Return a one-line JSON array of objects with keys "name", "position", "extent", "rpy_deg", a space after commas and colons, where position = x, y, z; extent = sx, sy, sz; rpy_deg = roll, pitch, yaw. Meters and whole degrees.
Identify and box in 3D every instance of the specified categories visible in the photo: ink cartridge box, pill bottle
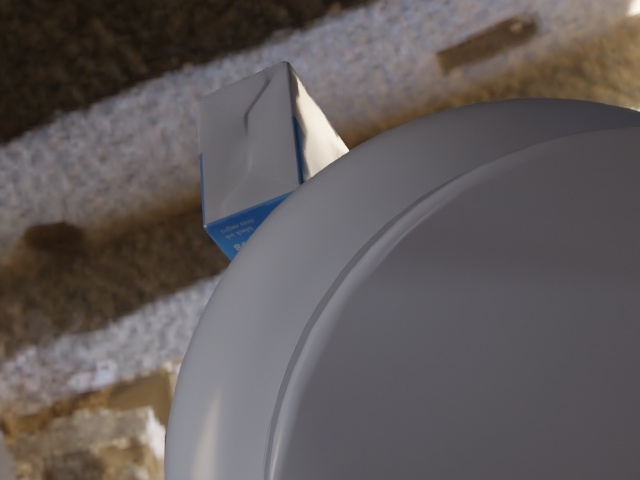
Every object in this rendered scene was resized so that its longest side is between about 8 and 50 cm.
[{"name": "ink cartridge box", "position": [0.000, 0.000, 0.801], "extent": [0.060, 0.104, 0.180], "rpy_deg": [-22, 135, 15]}, {"name": "pill bottle", "position": [0.062, 0.076, 0.505], "extent": [0.229, 0.229, 0.407], "rpy_deg": [-13, 176, -5]}]
